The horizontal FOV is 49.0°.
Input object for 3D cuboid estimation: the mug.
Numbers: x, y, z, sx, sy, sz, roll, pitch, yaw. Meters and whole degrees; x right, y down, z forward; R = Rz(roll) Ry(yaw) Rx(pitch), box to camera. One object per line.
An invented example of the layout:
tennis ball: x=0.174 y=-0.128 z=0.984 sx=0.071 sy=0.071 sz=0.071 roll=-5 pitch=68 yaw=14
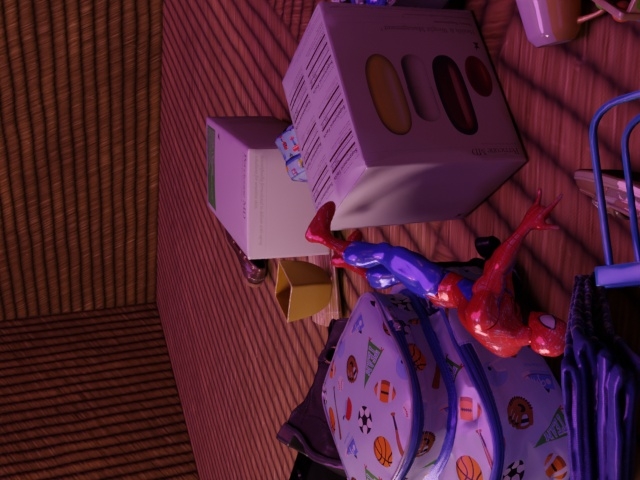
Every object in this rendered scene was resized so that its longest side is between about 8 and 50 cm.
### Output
mug: x=0.213 y=-0.212 z=0.638 sx=0.078 sy=0.062 sz=0.064 roll=-161 pitch=59 yaw=-74

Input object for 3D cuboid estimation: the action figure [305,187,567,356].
action figure: x=0.122 y=0.008 z=0.644 sx=0.280 sy=0.091 sz=0.139 roll=31 pitch=82 yaw=46

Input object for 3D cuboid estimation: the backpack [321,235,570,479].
backpack: x=0.133 y=0.176 z=0.741 sx=0.263 sy=0.213 sz=0.276 roll=58 pitch=146 yaw=41

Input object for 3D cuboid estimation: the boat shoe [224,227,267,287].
boat shoe: x=-0.173 y=0.011 z=1.681 sx=0.207 sy=0.073 sz=0.073 roll=61 pitch=148 yaw=32

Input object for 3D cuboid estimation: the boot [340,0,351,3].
boot: x=0.030 y=-0.258 z=1.004 sx=0.082 sy=0.106 sz=0.219 roll=31 pitch=133 yaw=18

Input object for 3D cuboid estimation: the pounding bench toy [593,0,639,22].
pounding bench toy: x=0.235 y=-0.205 z=0.544 sx=0.052 sy=0.083 sz=0.065 roll=-116 pitch=30 yaw=-42

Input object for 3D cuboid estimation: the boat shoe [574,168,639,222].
boat shoe: x=0.262 y=-0.025 z=0.563 sx=0.153 sy=0.056 sz=0.048 roll=32 pitch=121 yaw=55

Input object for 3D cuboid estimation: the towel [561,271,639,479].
towel: x=0.207 y=0.157 z=0.505 sx=0.336 sy=0.040 sz=0.243 roll=-13 pitch=-81 yaw=-68

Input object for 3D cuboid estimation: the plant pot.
plant pot: x=-0.027 y=0.085 z=1.236 sx=0.081 sy=0.083 sz=0.081 roll=-121 pitch=33 yaw=-51

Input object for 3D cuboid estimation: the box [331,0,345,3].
box: x=0.051 y=-0.380 z=1.059 sx=0.136 sy=0.028 sz=0.081 roll=-115 pitch=28 yaw=-46

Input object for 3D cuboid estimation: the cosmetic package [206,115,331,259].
cosmetic package: x=-0.105 y=-0.113 z=1.304 sx=0.365 sy=0.155 sz=0.196 roll=-139 pitch=48 yaw=-65

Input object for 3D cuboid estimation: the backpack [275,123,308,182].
backpack: x=0.030 y=-0.116 z=0.974 sx=0.158 sy=0.173 sz=0.116 roll=167 pitch=97 yaw=-68

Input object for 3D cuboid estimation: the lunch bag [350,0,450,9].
lunch bag: x=0.086 y=-0.398 z=0.832 sx=0.243 sy=0.115 sz=0.303 roll=118 pitch=146 yaw=-52

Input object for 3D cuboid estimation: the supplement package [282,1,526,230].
supplement package: x=0.085 y=-0.138 z=0.793 sx=0.149 sy=0.194 sz=0.203 roll=127 pitch=133 yaw=-59

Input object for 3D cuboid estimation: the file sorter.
file sorter: x=0.248 y=-0.028 z=0.402 sx=0.118 sy=0.170 sz=0.104 roll=-11 pitch=79 yaw=46

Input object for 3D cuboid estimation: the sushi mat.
sushi mat: x=0.000 y=0.000 z=1.293 sx=0.151 sy=0.019 sz=0.316 roll=177 pitch=88 yaw=-70

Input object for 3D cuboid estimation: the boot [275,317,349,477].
boot: x=0.051 y=0.213 z=1.006 sx=0.263 sy=0.091 sz=0.229 roll=7 pitch=63 yaw=53

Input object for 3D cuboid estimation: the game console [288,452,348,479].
game console: x=0.045 y=0.511 z=1.275 sx=0.342 sy=0.060 sz=0.386 roll=59 pitch=149 yaw=37
